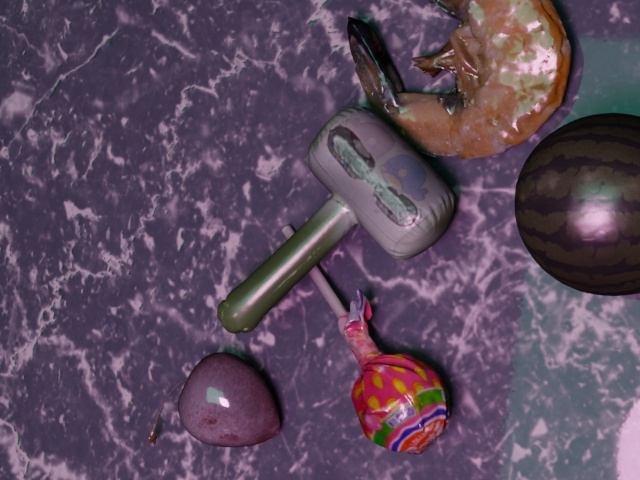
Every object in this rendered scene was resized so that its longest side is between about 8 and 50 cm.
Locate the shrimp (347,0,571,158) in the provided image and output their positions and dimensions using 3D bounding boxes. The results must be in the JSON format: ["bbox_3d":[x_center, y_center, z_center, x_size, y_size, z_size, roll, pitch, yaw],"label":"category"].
[{"bbox_3d":[0.130,-0.296,1.462,0.272,0.085,0.445,-43,73,23],"label":"shrimp"}]

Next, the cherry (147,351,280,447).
[{"bbox_3d":[-0.137,0.246,1.537,0.148,0.115,0.188,22,106,-12],"label":"cherry"}]

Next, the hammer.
[{"bbox_3d":[0.000,0.000,1.446,0.335,0.119,0.206,-44,72,6],"label":"hammer"}]

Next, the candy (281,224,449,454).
[{"bbox_3d":[0.042,0.116,1.465,0.124,0.124,0.365,-43,58,17],"label":"candy"}]

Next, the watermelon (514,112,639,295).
[{"bbox_3d":[0.322,-0.039,1.266,0.212,0.212,0.212,-2,85,26],"label":"watermelon"}]
